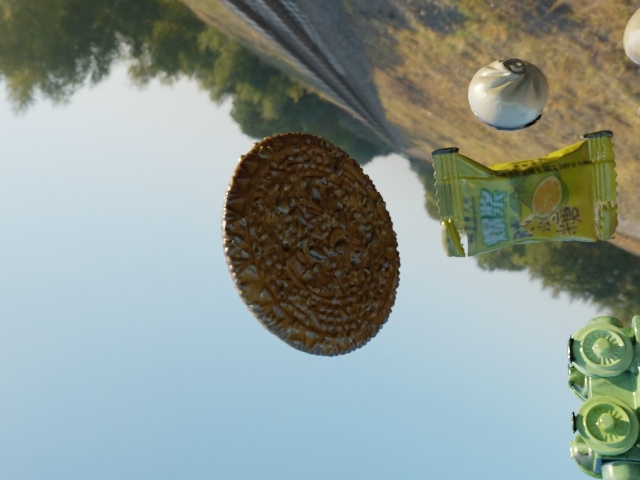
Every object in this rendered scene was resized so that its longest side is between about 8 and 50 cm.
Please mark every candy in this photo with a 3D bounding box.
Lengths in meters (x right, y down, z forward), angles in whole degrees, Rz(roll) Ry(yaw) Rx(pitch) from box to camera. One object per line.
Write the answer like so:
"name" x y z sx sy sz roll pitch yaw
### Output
"candy" 0.331 -0.072 1.215 0.297 0.187 0.081 -8 -169 -2

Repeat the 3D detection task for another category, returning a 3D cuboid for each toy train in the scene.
"toy train" 0.464 0.235 1.127 0.188 0.271 0.159 -3 146 15

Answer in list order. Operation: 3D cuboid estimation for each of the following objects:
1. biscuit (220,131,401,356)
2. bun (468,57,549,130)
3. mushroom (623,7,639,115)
"biscuit" 0.000 0.000 0.982 0.305 0.305 0.038 21 153 -38
"bun" 0.408 -0.331 1.645 0.173 0.173 0.120 33 147 30
"mushroom" 0.823 -0.405 1.733 0.297 0.290 0.297 16 -160 -6
